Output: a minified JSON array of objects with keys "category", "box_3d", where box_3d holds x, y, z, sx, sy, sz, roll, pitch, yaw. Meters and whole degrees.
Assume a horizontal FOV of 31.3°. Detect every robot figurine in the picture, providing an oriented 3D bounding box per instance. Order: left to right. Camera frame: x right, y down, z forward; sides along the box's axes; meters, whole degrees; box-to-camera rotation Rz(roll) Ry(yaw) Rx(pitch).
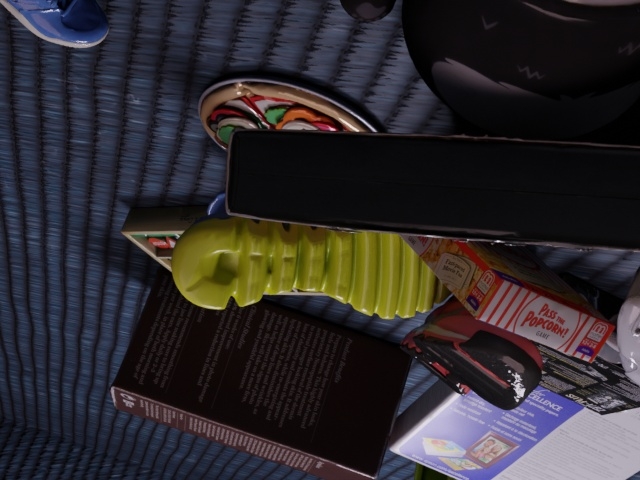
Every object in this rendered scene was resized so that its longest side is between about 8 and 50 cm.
[{"category":"robot figurine","box_3d":[0.140,-0.170,0.670,0.173,0.209,0.278,43,161,13]}]

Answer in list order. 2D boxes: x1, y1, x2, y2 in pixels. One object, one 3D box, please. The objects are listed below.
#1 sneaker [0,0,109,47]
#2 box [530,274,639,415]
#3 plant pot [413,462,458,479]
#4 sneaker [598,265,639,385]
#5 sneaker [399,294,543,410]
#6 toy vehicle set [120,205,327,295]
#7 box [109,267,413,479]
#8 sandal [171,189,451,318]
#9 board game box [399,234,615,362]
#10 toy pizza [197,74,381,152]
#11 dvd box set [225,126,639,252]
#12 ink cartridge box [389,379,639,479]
[{"category":"sneaker","box_3d":[-0.238,-0.221,0.969,0.152,0.058,0.085,37,160,-22]},{"category":"box","box_3d":[0.302,0.123,1.304,0.180,0.077,0.147,25,156,-15]},{"category":"plant pot","box_3d":[0.267,0.417,1.807,0.207,0.228,0.227,15,156,-6]},{"category":"sneaker","box_3d":[0.395,0.060,1.004,0.210,0.137,0.366,36,138,4]},{"category":"sneaker","box_3d":[0.169,0.084,1.193,0.116,0.136,0.314,38,173,-4]},{"category":"toy vehicle set","box_3d":[-0.098,0.014,1.410,0.267,0.035,0.166,-1,150,38]},{"category":"box","box_3d":[-0.082,0.197,1.614,0.382,0.191,0.143,19,158,1]},{"category":"sandal","box_3d":[0.000,0.000,1.208,0.318,0.138,0.126,7,115,-14]},{"category":"board game box","box_3d":[0.166,0.031,1.084,0.147,0.045,0.193,22,-164,-31]},{"category":"toy pizza","box_3d":[-0.028,-0.094,1.127,0.201,0.032,0.201,16,157,7]},{"category":"dvd box set","box_3d":[0.170,-0.032,0.836,0.308,0.062,0.420,5,-177,27]},{"category":"ink cartridge box","box_3d":[0.301,0.246,1.545,0.304,0.072,0.307,27,130,-17]}]
